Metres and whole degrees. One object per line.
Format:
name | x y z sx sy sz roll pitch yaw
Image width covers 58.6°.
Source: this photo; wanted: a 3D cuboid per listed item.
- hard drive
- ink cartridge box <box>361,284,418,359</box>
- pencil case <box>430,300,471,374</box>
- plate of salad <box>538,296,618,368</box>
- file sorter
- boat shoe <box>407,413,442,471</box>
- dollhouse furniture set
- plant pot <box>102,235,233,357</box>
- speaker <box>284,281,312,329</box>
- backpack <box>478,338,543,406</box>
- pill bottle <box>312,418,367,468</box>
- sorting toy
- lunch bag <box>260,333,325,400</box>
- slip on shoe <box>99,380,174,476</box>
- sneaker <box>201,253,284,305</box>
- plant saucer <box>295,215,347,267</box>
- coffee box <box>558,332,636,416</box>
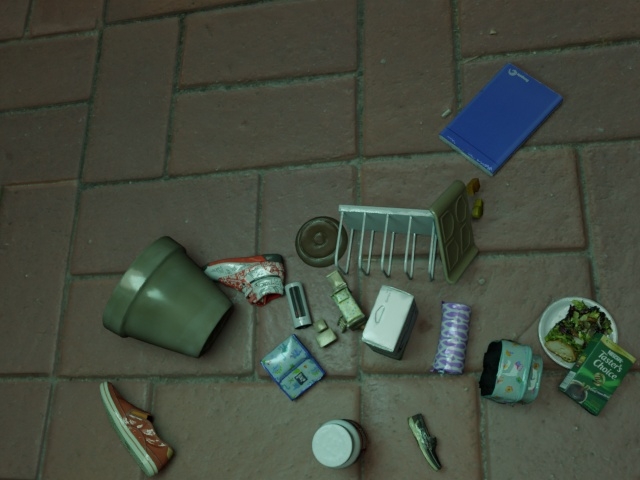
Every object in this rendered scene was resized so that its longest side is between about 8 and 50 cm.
hard drive | 0.553 -0.375 1.755 0.318 0.040 0.210 -46 69 -4
ink cartridge box | 0.194 0.229 1.551 0.093 0.219 0.160 19 78 18
pencil case | 0.363 0.272 1.577 0.088 0.086 0.206 0 69 41
plate of salad | 0.691 0.246 1.527 0.200 0.048 0.200 -4 72 12
file sorter | 0.196 0.015 1.635 0.278 0.193 0.173 4 76 14
boat shoe | 0.286 0.537 1.523 0.049 0.056 0.152 -31 69 7
dollhouse furniture set | 0.022 0.194 1.664 0.161 0.101 0.182 -32 69 1
plant pot | -0.422 0.192 1.679 0.280 0.323 0.323 31 81 3
speaker | -0.066 0.196 1.708 0.055 0.055 0.136 -17 70 7
backpack | 0.489 0.340 1.467 0.144 0.188 0.166 14 76 16
pill bottle | 0.051 0.529 1.489 0.121 0.221 0.121 -4 73 11
sorting toy | 0.389 -0.047 1.601 0.041 0.307 0.229 -2 115 37
lunch bag | -0.079 0.365 1.643 0.129 0.096 0.151 -39 83 -4
slip on shoe | -0.552 0.543 1.691 0.101 0.123 0.331 -31 59 -33
sneaker | -0.241 0.131 1.749 0.270 0.090 0.145 -9 69 7
plant saucer | 0.000 0.000 1.769 0.168 0.029 0.168 -3 73 11
coffee box | 0.715 0.344 1.473 0.113 0.040 0.184 38 86 -1
